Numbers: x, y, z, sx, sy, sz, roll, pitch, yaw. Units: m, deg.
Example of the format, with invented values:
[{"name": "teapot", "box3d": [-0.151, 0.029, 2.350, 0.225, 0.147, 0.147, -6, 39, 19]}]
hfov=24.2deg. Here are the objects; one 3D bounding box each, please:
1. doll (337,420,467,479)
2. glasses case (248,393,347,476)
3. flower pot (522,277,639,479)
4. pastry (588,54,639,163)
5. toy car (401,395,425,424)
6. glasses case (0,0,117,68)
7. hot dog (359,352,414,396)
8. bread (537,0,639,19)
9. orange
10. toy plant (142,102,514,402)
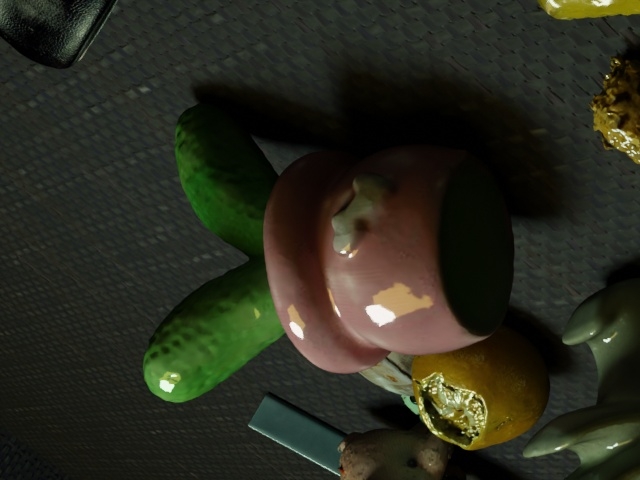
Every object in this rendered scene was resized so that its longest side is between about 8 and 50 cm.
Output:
[{"name": "doll", "box3d": [0.173, 0.324, 1.978, 0.303, 0.156, 0.201, 17, -160, -15]}, {"name": "glasses case", "box3d": [0.028, 0.312, 2.214, 0.266, 0.056, 0.105, 28, 180, 8]}, {"name": "flower pot", "box3d": [0.360, 0.226, 1.397, 0.367, 0.254, 0.164, 34, 156, -8]}, {"name": "pastry", "box3d": [0.270, -0.082, 1.129, 0.140, 0.080, 0.056, 25, 167, 15]}, {"name": "toy car", "box3d": [0.157, 0.219, 1.888, 0.122, 0.035, 0.059, 25, 156, 35]}, {"name": "glasses case", "box3d": [-0.252, -0.249, 1.424, 0.122, 0.075, 0.314, 37, 155, -8]}, {"name": "hot dog", "box3d": [0.027, 0.087, 1.741, 0.268, 0.075, 0.144, 39, 160, -25]}, {"name": "bread", "box3d": [0.194, -0.272, 0.778, 0.333, 0.143, 0.323, 4, 143, 46]}, {"name": "orange", "box3d": [0.172, 0.157, 1.635, 0.155, 0.134, 0.154, 21, 158, 9]}, {"name": "toy plant", "box3d": [0.002, -0.002, 1.436, 0.356, 0.317, 0.211, -9, 156, 38]}]
